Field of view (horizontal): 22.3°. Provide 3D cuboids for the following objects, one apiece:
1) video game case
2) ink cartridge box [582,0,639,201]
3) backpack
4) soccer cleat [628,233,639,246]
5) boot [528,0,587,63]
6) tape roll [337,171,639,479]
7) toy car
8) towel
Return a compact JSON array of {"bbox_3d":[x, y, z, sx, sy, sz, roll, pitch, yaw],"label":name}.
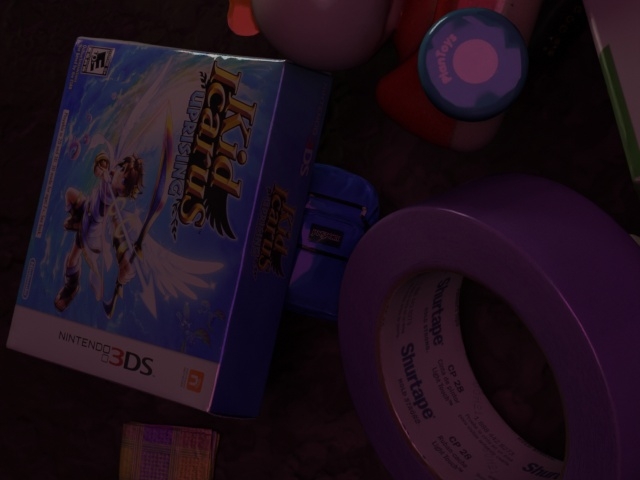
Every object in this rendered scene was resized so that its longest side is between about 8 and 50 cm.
[{"bbox_3d":[-0.125,-0.018,1.275,0.244,0.061,0.269,12,89,40],"label":"video game case"},{"bbox_3d":[0.272,-0.060,1.103,0.117,0.278,0.201,-17,55,13],"label":"ink cartridge box"},{"bbox_3d":[0.000,0.000,1.277,0.098,0.101,0.120,16,88,-13],"label":"backpack"},{"bbox_3d":[0.214,0.090,1.246,0.076,0.068,0.196,8,81,18],"label":"soccer cleat"},{"bbox_3d":[0.220,-0.188,1.262,0.198,0.077,0.137,19,95,26],"label":"boot"},{"bbox_3d":[0.135,0.094,1.164,0.275,0.090,0.274,29,130,41],"label":"tape roll"},{"bbox_3d":[0.042,-0.190,1.145,0.238,0.219,0.210,18,92,3],"label":"toy car"},{"bbox_3d":[-0.126,0.182,1.341,0.083,0.009,0.060,4,88,14],"label":"towel"}]
